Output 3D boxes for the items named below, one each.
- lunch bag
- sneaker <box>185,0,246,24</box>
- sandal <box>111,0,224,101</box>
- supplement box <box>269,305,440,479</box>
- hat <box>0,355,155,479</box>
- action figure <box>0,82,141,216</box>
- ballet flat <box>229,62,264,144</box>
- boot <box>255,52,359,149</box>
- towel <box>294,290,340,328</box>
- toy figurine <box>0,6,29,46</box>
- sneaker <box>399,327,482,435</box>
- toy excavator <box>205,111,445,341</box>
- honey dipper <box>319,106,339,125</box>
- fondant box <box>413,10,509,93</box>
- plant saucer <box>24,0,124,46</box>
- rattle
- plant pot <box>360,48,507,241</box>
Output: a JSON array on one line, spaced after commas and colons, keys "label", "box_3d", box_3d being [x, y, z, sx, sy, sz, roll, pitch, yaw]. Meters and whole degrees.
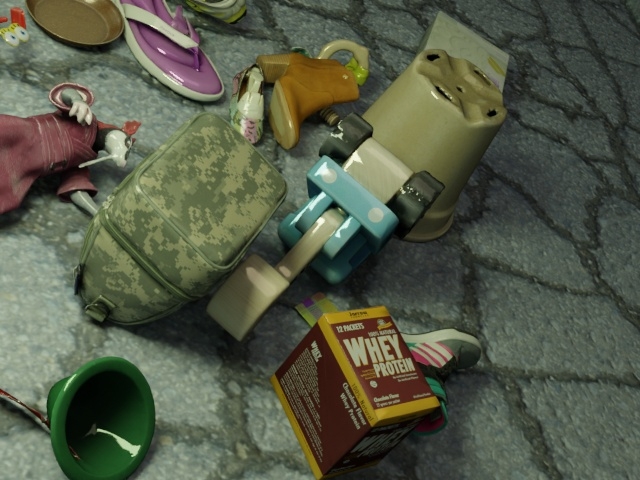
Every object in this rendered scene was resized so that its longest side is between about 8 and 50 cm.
[{"label": "lunch bag", "box_3d": [-0.234, -0.022, 1.449, 0.212, 0.256, 0.305, 42, 37, -9]}, {"label": "sneaker", "box_3d": [-0.314, -0.610, 2.092, 0.384, 0.145, 0.147, 46, -5, 29]}, {"label": "sandal", "box_3d": [-0.336, -0.459, 1.925, 0.169, 0.102, 0.416, -17, 63, -45]}, {"label": "supplement box", "box_3d": [0.049, 0.238, 1.444, 0.129, 0.194, 0.191, -4, 54, -38]}, {"label": "hat", "box_3d": [-0.361, 0.234, 1.284, 0.173, 0.184, 0.208, -42, 122, -44]}, {"label": "action figure", "box_3d": [-0.464, -0.143, 1.495, 0.276, 0.248, 0.370, 29, 31, 36]}, {"label": "ballet flat", "box_3d": [-0.147, -0.297, 1.922, 0.077, 0.079, 0.221, 18, 43, -22]}, {"label": "boot", "box_3d": [-0.011, -0.309, 1.987, 0.211, 0.104, 0.295, -1, 48, -20]}, {"label": "towel", "box_3d": [-0.004, 0.128, 1.661, 0.060, 0.009, 0.083, 48, 41, 13]}, {"label": "toy figurine", "box_3d": [-0.659, -0.416, 1.510, 0.191, 0.217, 0.362, 20, 34, 22]}, {"label": "sneaker", "box_3d": [0.192, 0.248, 1.596, 0.296, 0.124, 0.178, 3, 50, -34]}, {"label": "toy excavator", "box_3d": [0.000, 0.000, 1.643, 0.222, 0.445, 0.433, 40, -5, 5]}, {"label": "honey dipper", "box_3d": [-0.022, -0.323, 2.082, 0.161, 0.030, 0.030, 44, 40, 14]}, {"label": "fondant box", "box_3d": [0.369, -0.450, 2.442, 0.238, 0.096, 0.330, 31, 41, -7]}, {"label": "plant saucer", "box_3d": [-0.497, -0.451, 1.847, 0.199, 0.036, 0.198, 19, 44, -19]}, {"label": "rattle", "box_3d": [0.011, -0.426, 2.178, 0.200, 0.130, 0.142, -3, 36, -5]}, {"label": "plant pot", "box_3d": [0.219, -0.218, 1.935, 0.334, 0.305, 0.333, 20, 42, -19]}]
